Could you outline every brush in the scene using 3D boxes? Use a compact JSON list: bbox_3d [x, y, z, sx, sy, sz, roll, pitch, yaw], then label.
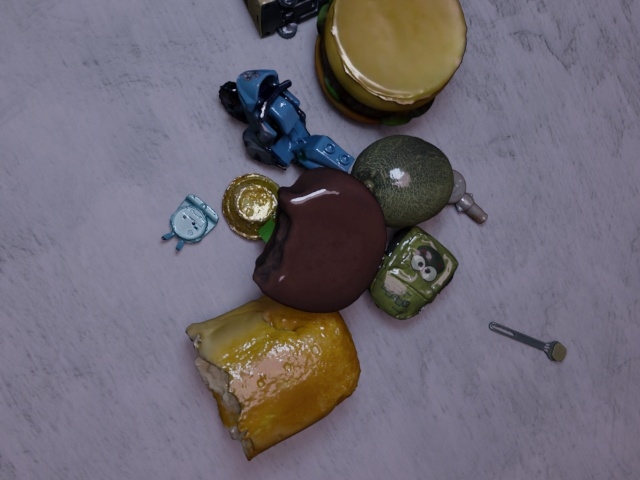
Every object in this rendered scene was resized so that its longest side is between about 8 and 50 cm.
[{"bbox_3d":[0.635,0.305,1.429,0.265,0.027,0.062,22,83,-8],"label":"brush"}]

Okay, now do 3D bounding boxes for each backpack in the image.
[{"bbox_3d":[0.247,0.096,1.316,0.207,0.140,0.253,39,87,-6],"label":"backpack"}]

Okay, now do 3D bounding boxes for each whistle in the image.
[{"bbox_3d":[0.413,-0.132,1.398,0.220,0.057,0.107,42,80,-8],"label":"whistle"}]

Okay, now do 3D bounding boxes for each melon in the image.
[{"bbox_3d":[0.222,-0.158,1.252,0.329,0.248,0.249,-10,88,-47],"label":"melon"}]

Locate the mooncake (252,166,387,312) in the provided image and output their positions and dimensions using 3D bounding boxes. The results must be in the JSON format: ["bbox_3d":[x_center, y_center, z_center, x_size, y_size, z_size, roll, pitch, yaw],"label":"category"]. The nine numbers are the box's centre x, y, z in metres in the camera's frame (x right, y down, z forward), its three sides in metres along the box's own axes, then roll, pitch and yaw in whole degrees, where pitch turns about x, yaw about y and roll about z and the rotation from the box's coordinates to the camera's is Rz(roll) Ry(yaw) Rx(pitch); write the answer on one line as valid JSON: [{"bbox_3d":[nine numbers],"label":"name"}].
[{"bbox_3d":[-0.010,0.008,1.097,0.333,0.174,0.326,-21,117,-9],"label":"mooncake"}]

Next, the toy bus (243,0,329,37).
[{"bbox_3d":[-0.037,-0.727,1.288,0.365,0.177,0.202,-28,86,-10],"label":"toy bus"}]

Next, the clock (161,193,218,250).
[{"bbox_3d":[-0.354,-0.042,1.254,0.108,0.045,0.147,40,81,-5],"label":"clock"}]

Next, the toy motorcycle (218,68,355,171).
[{"bbox_3d":[-0.089,-0.294,1.223,0.416,0.232,0.172,38,70,-7],"label":"toy motorcycle"}]

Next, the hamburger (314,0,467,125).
[{"bbox_3d":[0.172,-0.524,1.261,0.394,0.277,0.397,0,90,-11],"label":"hamburger"}]

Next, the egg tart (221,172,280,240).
[{"bbox_3d":[-0.178,-0.095,1.278,0.191,0.074,0.192,1,86,-8],"label":"egg tart"}]

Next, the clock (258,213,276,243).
[{"bbox_3d":[0.000,0.000,1.259,0.219,0.106,0.255,-43,117,-3],"label":"clock"}]

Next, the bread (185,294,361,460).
[{"bbox_3d":[-0.102,0.312,1.177,0.393,0.250,0.362,-23,92,-12],"label":"bread"}]
